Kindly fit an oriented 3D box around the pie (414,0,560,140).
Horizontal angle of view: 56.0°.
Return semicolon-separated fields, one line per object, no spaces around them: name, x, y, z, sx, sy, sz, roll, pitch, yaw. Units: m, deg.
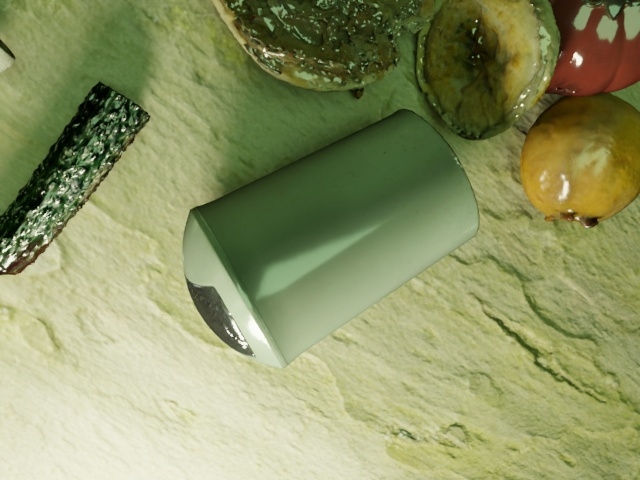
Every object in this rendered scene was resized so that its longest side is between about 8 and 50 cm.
pie;0.252;-0.291;0.951;0.055;0.274;0.274;-17;105;-32

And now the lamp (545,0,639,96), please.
lamp;0.430;-0.378;0.970;0.303;0.257;0.303;-2;66;5

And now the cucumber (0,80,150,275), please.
cucumber;-0.405;-0.078;0.924;0.096;0.096;0.359;37;89;-17

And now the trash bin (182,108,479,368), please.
trash bin;0.000;0.000;0.943;0.432;0.280;0.280;-30;106;-9

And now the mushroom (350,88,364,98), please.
mushroom;0.034;-0.290;0.995;0.088;0.073;0.129;-44;107;2

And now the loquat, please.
loquat;0.466;-0.143;1.063;0.238;0.193;0.238;-7;104;-29

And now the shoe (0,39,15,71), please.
shoe;-0.606;-0.284;0.829;0.316;0.124;0.159;29;92;-11

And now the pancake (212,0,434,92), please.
pancake;0.004;-0.405;0.921;0.382;0.071;0.382;2;85;-19
